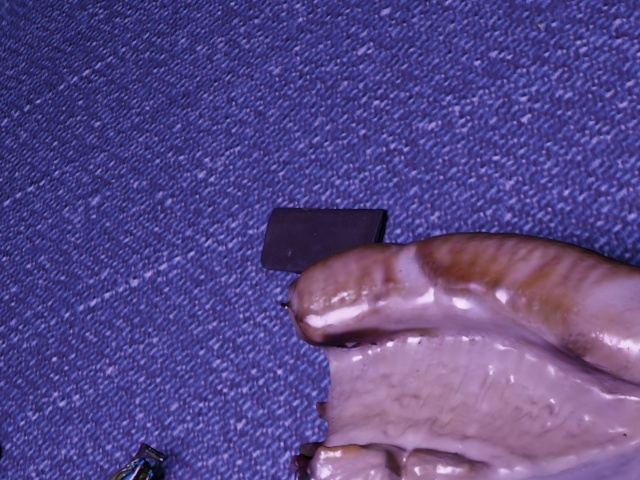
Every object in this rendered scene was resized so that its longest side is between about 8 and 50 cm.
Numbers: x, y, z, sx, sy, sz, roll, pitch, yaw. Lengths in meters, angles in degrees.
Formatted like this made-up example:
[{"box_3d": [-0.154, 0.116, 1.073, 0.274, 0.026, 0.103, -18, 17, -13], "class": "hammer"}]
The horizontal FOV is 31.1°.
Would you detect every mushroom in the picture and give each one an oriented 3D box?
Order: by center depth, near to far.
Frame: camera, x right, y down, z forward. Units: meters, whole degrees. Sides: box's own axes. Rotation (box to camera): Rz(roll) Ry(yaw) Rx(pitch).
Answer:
[{"box_3d": [0.184, 0.113, 1.011, 0.397, 0.224, 0.313, -22, 44, 17], "class": "mushroom"}]

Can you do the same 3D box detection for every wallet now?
[{"box_3d": [0.000, 0.000, 1.287, 0.157, 0.018, 0.082, 0, 69, 35], "class": "wallet"}]

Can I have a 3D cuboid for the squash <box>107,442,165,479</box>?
[{"box_3d": [-0.260, 0.367, 1.261, 0.087, 0.087, 0.331, 31, 90, 40], "class": "squash"}]
